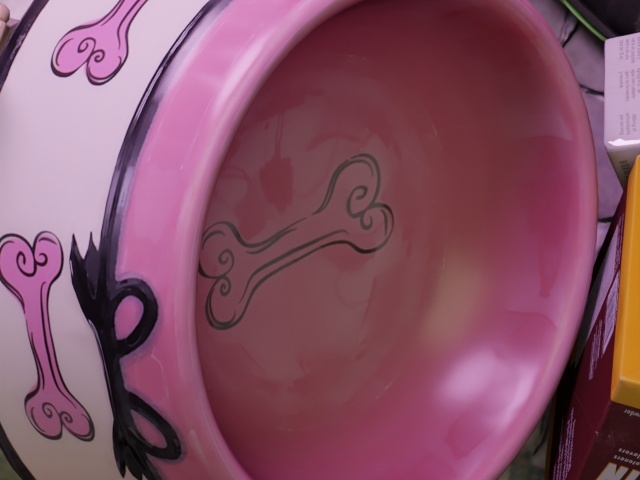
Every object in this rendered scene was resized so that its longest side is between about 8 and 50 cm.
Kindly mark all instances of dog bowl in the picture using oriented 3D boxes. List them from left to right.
[{"bbox_3d":[0.000,0.000,1.125,0.150,0.408,0.408,14,76,44],"label":"dog bowl"}]

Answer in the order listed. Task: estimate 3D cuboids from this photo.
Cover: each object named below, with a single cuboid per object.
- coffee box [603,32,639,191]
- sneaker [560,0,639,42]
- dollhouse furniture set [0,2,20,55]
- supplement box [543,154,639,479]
[{"bbox_3d":[0.315,-0.071,1.223,0.246,0.141,0.098,-11,48,21],"label":"coffee box"},{"bbox_3d":[0.204,-0.244,1.270,0.483,0.202,0.185,31,81,3],"label":"sneaker"},{"bbox_3d":[-0.300,-0.179,1.159,0.303,0.355,0.174,19,79,1],"label":"dollhouse furniture set"},{"bbox_3d":[0.221,0.093,1.184,0.129,0.194,0.191,14,44,0],"label":"supplement box"}]
